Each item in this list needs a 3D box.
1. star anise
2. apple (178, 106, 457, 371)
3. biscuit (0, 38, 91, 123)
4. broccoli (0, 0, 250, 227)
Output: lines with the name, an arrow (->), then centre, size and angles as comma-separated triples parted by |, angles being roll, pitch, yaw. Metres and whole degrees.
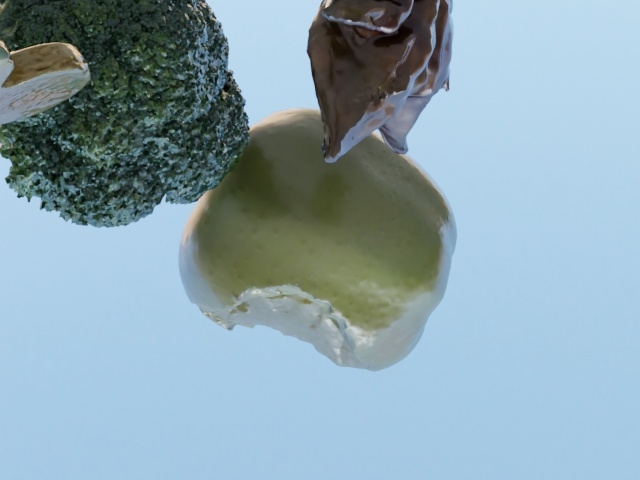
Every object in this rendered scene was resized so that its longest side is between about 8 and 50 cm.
star anise -> 0.067, -0.214, 0.959 | 0.108, 0.292, 0.350 | 14, -99, 7
apple -> 0.000, 0.000, 1.302 | 0.279, 0.279, 0.279 | 1, -140, -1
biscuit -> -0.250, -0.088, 0.829 | 0.234, 0.153, 0.030 | -20, -95, -39
broccoli -> -0.181, -0.133, 1.112 | 0.241, 0.261, 0.269 | 2, -127, 48
